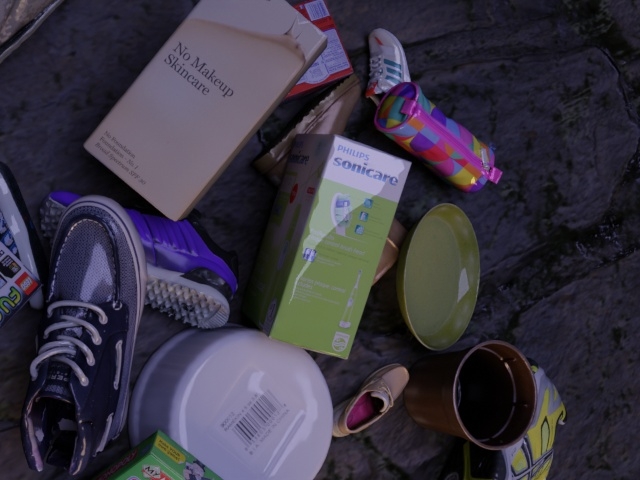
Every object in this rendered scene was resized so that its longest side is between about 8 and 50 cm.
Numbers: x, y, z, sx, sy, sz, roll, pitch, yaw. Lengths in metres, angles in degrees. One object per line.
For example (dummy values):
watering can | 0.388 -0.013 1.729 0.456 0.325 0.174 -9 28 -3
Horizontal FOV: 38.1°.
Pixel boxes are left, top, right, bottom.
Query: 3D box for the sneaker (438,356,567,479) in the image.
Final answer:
sneaker | 0.304 0.383 1.522 0.147 0.145 0.384 41 67 -19

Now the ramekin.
ramekin | -0.116 0.251 1.299 0.277 0.135 0.277 4 82 -30

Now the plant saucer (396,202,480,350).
plant saucer | 0.189 0.058 1.520 0.241 0.037 0.241 -7 99 -51

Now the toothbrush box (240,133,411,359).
toothbrush box | 0.000 0.000 1.311 0.122 0.206 0.283 19 92 -17

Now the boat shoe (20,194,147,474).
boat shoe | -0.293 0.121 1.139 0.127 0.158 0.340 3 102 4

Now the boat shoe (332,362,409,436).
boat shoe | 0.086 0.253 1.460 0.170 0.059 0.063 -37 102 -29

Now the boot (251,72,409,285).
boot | 0.050 -0.095 1.475 0.236 0.089 0.269 -46 106 -13

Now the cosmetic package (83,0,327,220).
cosmetic package | -0.147 -0.192 1.220 0.160 0.113 0.309 39 94 -4

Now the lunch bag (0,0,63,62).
lunch bag | -0.452 -0.343 1.139 0.256 0.212 0.305 45 67 -20

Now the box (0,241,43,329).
box | -0.429 0.078 1.083 0.114 0.036 0.207 49 38 -14

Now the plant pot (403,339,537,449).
plant pot | 0.230 0.244 1.484 0.167 0.165 0.167 4 82 -29

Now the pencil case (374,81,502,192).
pencil case | 0.196 -0.166 1.532 0.236 0.104 0.104 30 69 -35

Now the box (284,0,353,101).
box | -0.098 -0.257 1.384 0.257 0.123 0.128 -26 96 -30

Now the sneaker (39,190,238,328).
sneaker | -0.241 -0.002 1.290 0.293 0.102 0.146 32 50 -15

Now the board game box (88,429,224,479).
board game box | -0.167 0.403 1.215 0.317 0.213 0.046 44 25 -19

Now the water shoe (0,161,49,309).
water shoe | -0.415 -0.001 1.210 0.080 0.073 0.203 -18 95 -2

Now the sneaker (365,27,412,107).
sneaker | 0.105 -0.273 1.543 0.075 0.057 0.161 -23 98 -36
